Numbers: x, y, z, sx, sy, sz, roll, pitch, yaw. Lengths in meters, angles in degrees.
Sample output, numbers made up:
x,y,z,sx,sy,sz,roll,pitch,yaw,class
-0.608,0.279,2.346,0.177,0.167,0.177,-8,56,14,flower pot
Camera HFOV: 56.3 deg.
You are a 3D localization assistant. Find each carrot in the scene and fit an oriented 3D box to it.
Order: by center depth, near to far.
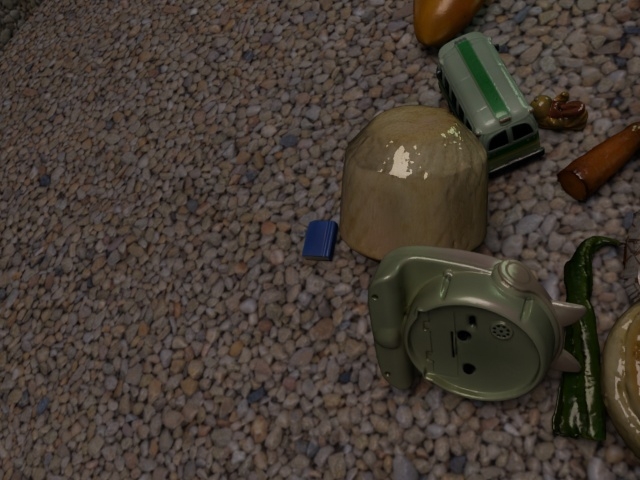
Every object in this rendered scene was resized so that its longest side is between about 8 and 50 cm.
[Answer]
x,y,z,sx,sy,sz,roll,pitch,yaw,class
0.536,-0.163,1.100,0.205,0.072,0.072,-40,56,-2,carrot

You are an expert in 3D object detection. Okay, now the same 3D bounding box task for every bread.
x,y,z,sx,sy,sz,roll,pitch,yaw,class
0.552,0.216,0.849,0.305,0.159,0.305,-8,61,15,bread

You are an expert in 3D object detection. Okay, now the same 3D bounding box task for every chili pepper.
x,y,z,sx,sy,sz,roll,pitch,yaw,class
0.440,0.147,0.989,0.085,0.076,0.359,-6,62,45,chili pepper

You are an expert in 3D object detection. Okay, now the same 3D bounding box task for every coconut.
x,y,z,sx,sy,sz,roll,pitch,yaw,class
0.170,-0.071,1.097,0.329,0.329,0.329,-10,62,19,coconut

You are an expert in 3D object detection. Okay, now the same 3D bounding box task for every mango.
x,y,z,sx,sy,sz,roll,pitch,yaw,class
0.292,-0.554,1.360,0.187,0.138,0.257,-5,57,35,mango

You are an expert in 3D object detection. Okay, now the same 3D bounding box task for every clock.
x,y,z,sx,sy,sz,roll,pitch,yaw,class
0.244,0.143,0.953,0.324,0.265,0.108,5,37,25,clock

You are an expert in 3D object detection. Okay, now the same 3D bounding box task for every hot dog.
x,y,z,sx,sy,sz,roll,pitch,yaw,class
0.559,0.026,0.996,0.099,0.053,0.192,14,71,12,hot dog

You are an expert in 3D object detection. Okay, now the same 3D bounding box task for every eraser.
x,y,z,sx,sy,sz,roll,pitch,yaw,class
0.000,0.000,1.276,0.063,0.027,0.084,1,66,25,eraser

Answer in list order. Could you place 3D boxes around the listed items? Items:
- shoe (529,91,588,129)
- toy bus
x,y,z,sx,sy,sz,roll,pitch,yaw,class
0.468,-0.256,1.174,0.109,0.069,0.072,34,81,27,shoe
0.327,-0.282,1.192,0.134,0.165,0.276,-23,59,10,toy bus
